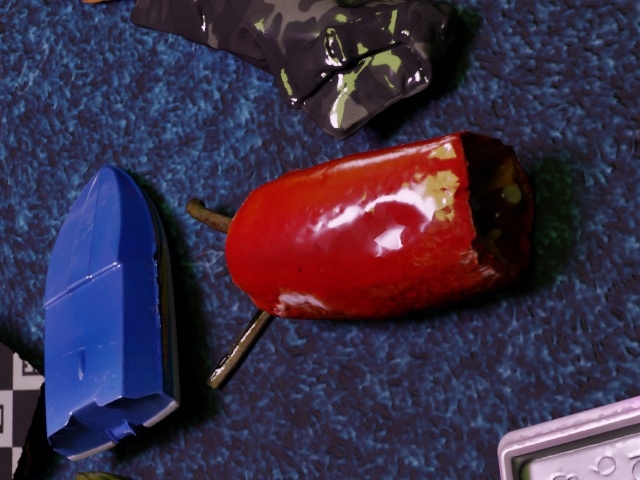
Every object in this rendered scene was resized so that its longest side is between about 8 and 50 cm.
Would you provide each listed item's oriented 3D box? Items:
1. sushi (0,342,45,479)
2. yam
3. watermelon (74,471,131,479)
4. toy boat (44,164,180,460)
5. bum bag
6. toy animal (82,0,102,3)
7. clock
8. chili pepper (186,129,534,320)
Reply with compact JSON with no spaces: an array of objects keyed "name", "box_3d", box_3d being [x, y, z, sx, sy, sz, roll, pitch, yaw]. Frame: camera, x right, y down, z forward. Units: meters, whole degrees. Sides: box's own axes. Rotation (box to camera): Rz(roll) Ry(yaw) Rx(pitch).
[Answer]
[{"name":"sushi","box_3d":[-0.359,0.176,1.809,0.290,0.050,0.264,28,104,38]},{"name":"yam","box_3d":[-0.063,0.082,1.642,0.107,0.014,0.014,-54,50,6]},{"name":"watermelon","box_3d":[-0.165,0.254,1.636,0.069,0.087,0.163,-10,63,-7]},{"name":"toy boat","box_3d":[-0.183,0.047,1.710,0.129,0.088,0.295,-29,46,26]},{"name":"bum bag","box_3d":[-0.031,-0.192,1.677,0.340,0.095,0.144,31,85,35]},{"name":"toy animal","box_3d":[-0.178,-0.312,1.848,0.255,0.114,0.116,-41,10,12]},{"name":"clock","box_3d":[0.207,0.217,1.352,0.150,0.063,0.197,-19,62,30]},{"name":"chili pepper","box_3d":[-0.002,0.002,1.552,0.338,0.134,0.131,-8,81,33]}]
